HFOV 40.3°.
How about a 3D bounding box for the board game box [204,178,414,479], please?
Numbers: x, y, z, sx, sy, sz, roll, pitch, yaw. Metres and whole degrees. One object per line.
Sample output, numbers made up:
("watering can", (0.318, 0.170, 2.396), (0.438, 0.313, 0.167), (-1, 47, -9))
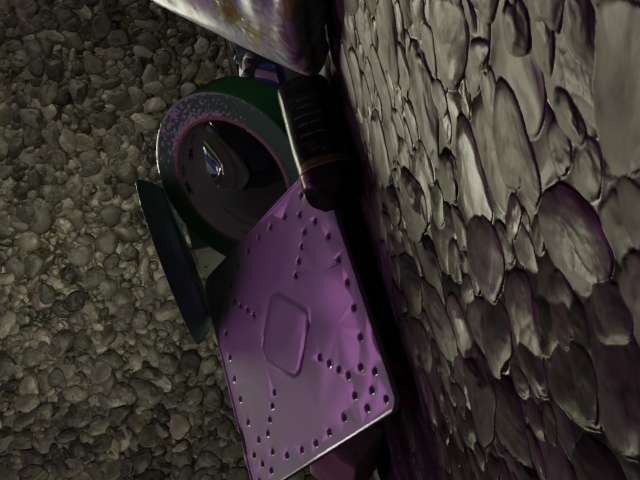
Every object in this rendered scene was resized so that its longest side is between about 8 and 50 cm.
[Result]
("board game box", (-0.036, 0.146, 1.352), (0.390, 0.050, 0.390), (-43, 54, 43))

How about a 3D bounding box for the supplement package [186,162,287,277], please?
("supplement package", (-0.137, -0.070, 1.716), (0.145, 0.262, 0.204), (90, 165, -66))

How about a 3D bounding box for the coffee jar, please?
("coffee jar", (-0.003, -0.137, 1.237), (0.096, 0.079, 0.184), (67, -173, -67))

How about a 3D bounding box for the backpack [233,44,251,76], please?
("backpack", (-0.161, -0.407, 2.053), (0.105, 0.084, 0.114), (-108, 5, -47))

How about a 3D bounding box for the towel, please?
("towel", (-0.137, -0.414, 1.135), (0.320, 0.090, 0.374), (33, 152, 24))

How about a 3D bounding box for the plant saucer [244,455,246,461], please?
("plant saucer", (-0.025, 0.241, 1.638), (0.400, 0.100, 0.400), (-157, 90, -87))

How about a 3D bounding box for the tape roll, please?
("tape roll", (-0.129, -0.113, 1.475), (0.077, 0.321, 0.321), (-43, -48, -47))

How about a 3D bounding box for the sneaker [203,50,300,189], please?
("sneaker", (-0.152, -0.252, 1.608), (0.130, 0.236, 0.323), (125, 132, -81))

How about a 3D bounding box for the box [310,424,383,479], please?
("box", (0.045, 0.400, 1.641), (0.113, 0.094, 0.275), (34, 156, 16))

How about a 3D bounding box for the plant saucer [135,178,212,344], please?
("plant saucer", (-0.258, 0.032, 1.576), (0.317, 0.043, 0.318), (159, 90, -84))
